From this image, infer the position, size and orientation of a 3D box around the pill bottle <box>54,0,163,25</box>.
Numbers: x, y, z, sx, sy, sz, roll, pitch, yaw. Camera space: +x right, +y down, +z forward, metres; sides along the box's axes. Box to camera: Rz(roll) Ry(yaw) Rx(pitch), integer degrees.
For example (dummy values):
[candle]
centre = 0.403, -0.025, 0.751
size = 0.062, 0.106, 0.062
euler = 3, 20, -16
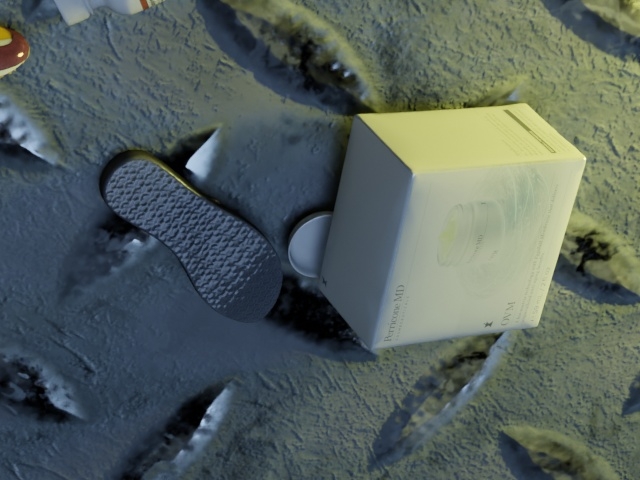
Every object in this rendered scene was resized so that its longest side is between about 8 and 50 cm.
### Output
[pill bottle]
centre = -0.158, -0.286, 1.603
size = 0.216, 0.121, 0.121
euler = -25, 128, -3

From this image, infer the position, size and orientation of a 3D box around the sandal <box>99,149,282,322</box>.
[sandal]
centre = -0.133, -0.011, 1.852
size = 0.097, 0.054, 0.254
euler = -43, 118, 1

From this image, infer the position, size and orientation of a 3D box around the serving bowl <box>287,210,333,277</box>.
[serving bowl]
centre = 0.000, 0.000, 1.918
size = 0.083, 0.027, 0.083
euler = -10, 125, -14

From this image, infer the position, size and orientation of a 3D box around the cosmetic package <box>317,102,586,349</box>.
[cosmetic package]
centre = 0.140, -0.018, 1.871
size = 0.225, 0.138, 0.224
euler = -6, 124, -27

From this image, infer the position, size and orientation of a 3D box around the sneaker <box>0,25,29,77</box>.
[sneaker]
centre = -0.361, -0.205, 1.612
size = 0.186, 0.069, 0.084
euler = 2, 127, -24
